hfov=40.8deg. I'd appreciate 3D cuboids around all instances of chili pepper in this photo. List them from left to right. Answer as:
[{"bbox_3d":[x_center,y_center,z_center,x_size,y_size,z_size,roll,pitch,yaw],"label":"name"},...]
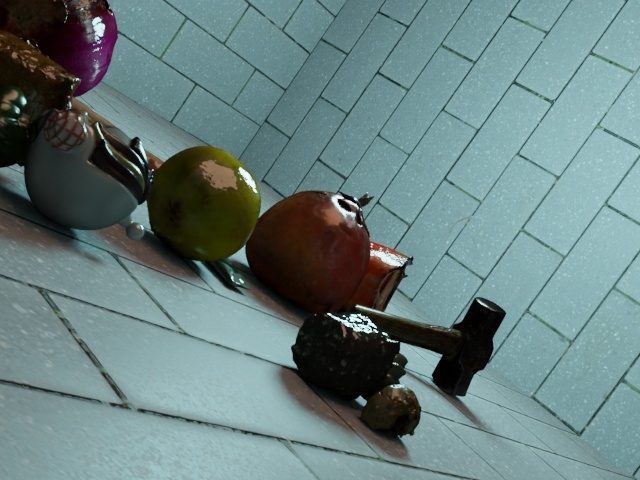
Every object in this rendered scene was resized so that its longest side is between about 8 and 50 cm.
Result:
[{"bbox_3d":[0.071,0.058,2.216,0.305,0.229,0.251,38,22,20],"label":"chili pepper"}]

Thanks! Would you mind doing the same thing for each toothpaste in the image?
[{"bbox_3d":[-0.210,0.029,1.694,0.060,0.038,0.233,27,12,-47],"label":"toothpaste"}]

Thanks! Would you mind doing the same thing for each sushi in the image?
[{"bbox_3d":[-0.601,-0.310,1.726,0.296,0.179,0.167,32,22,0],"label":"sushi"}]

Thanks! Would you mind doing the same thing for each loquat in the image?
[{"bbox_3d":[-0.201,-0.070,1.597,0.213,0.213,0.246,37,26,22],"label":"loquat"}]

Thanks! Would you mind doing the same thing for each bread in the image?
[{"bbox_3d":[0.121,0.272,1.367,0.113,0.082,0.060,25,14,-47],"label":"bread"}]

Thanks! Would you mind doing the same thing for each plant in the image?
[{"bbox_3d":[0.051,0.187,1.405,0.194,0.129,0.132,25,11,-47],"label":"plant"}]

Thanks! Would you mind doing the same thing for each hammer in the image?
[{"bbox_3d":[0.229,0.216,2.037,0.408,0.243,0.095,17,15,-24],"label":"hammer"}]

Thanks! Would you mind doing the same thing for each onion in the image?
[{"bbox_3d":[-0.712,-0.503,2.138,0.347,0.348,0.385,36,44,15],"label":"onion"}]

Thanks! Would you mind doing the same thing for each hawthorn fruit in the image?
[{"bbox_3d":[0.000,0.000,1.884,0.276,0.307,0.276,40,-8,7],"label":"hawthorn fruit"}]

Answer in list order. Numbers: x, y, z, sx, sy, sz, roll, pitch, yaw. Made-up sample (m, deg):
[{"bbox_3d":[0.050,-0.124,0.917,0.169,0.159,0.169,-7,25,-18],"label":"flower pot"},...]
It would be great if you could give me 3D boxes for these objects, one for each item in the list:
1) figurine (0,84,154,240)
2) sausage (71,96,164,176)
[{"bbox_3d":[-0.404,-0.128,1.230,0.370,0.167,0.281,25,-10,-19],"label":"figurine"},{"bbox_3d":[-0.501,-0.233,1.924,0.419,0.094,0.094,36,35,7],"label":"sausage"}]
